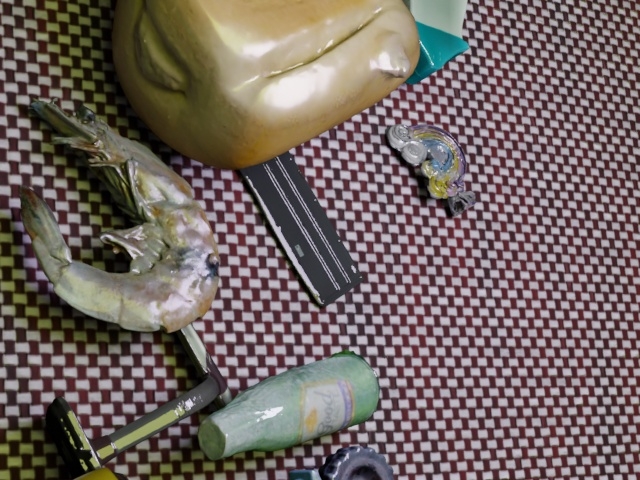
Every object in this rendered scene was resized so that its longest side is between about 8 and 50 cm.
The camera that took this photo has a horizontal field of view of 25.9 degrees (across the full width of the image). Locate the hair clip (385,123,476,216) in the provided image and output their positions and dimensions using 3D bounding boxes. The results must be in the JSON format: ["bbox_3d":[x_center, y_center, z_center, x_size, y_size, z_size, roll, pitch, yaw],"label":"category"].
[{"bbox_3d":[0.179,-0.118,2.147,0.116,0.049,0.172,-27,83,-49],"label":"hair clip"}]

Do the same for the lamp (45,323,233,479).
[{"bbox_3d":[-0.231,0.173,1.739,0.283,0.124,0.203,-25,80,-39],"label":"lamp"}]

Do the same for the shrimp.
[{"bbox_3d":[-0.274,-0.034,1.774,0.247,0.085,0.360,-33,84,-37],"label":"shrimp"}]

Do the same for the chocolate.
[{"bbox_3d":[-0.044,0.223,1.815,0.291,0.110,0.110,-13,83,-50],"label":"chocolate"}]

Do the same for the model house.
[{"bbox_3d":[0.153,-0.316,2.151,0.127,0.100,0.148,15,66,-29],"label":"model house"}]

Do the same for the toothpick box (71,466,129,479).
[{"bbox_3d":[-0.305,0.374,1.545,0.271,0.175,0.175,-32,95,-15],"label":"toothpick box"}]

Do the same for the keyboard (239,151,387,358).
[{"bbox_3d":[-0.006,0.005,1.992,0.103,0.041,0.381,-33,88,-35],"label":"keyboard"}]

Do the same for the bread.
[{"bbox_3d":[-0.092,-0.284,1.884,0.376,0.253,0.348,-34,91,-37],"label":"bread"}]

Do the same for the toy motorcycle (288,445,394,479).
[{"bbox_3d":[0.036,0.480,1.785,0.232,0.172,0.416,-6,88,-41],"label":"toy motorcycle"}]
